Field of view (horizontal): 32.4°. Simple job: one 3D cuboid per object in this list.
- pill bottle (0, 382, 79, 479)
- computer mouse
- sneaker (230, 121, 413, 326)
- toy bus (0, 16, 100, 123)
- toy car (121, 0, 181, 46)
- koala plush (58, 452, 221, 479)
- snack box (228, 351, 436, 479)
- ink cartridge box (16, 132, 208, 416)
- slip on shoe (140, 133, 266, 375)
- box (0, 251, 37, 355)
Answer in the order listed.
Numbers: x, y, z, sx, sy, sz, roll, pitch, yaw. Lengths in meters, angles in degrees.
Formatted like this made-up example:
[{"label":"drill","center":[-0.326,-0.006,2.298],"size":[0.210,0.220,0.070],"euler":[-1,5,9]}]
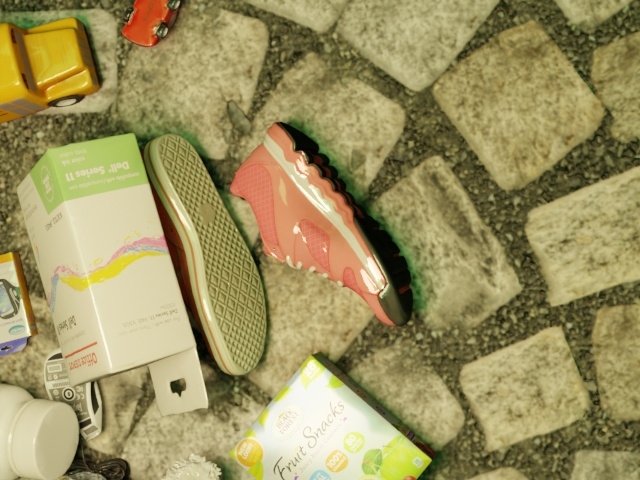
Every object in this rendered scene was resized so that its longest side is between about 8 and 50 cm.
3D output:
[{"label":"pill bottle","center":[-0.445,0.253,1.457],"size":[0.229,0.131,0.131],"euler":[3,89,21]},{"label":"computer mouse","center":[-0.327,0.237,1.504],"size":[0.106,0.042,0.193],"euler":[-8,92,14]},{"label":"sneaker","center":[0.000,0.000,1.436],"size":[0.136,0.116,0.314],"euler":[-40,75,16]},{"label":"toy bus","center":[-0.478,-0.212,1.497],"size":[0.332,0.130,0.108],"euler":[-16,86,9]},{"label":"toy car","center":[-0.167,-0.388,1.491],"size":[0.224,0.053,0.239],"euler":[-8,87,9]},{"label":"koala plush","center":[-0.225,0.373,1.423],"size":[0.221,0.203,0.196],"euler":[-12,110,-5]},{"label":"snack box","center":[0.015,0.277,1.429],"size":[0.207,0.070,0.174],"euler":[39,95,10]},{"label":"ink cartridge box","center":[-0.270,0.066,1.405],"size":[0.119,0.207,0.354],"euler":[-15,84,-28]},{"label":"slip on shoe","center":[-0.166,0.025,1.457],"size":[0.101,0.123,0.331],"euler":[-27,86,35]},{"label":"box","center":[-0.447,0.091,1.535],"size":[0.081,0.028,0.136],"euler":[-14,88,9]}]
